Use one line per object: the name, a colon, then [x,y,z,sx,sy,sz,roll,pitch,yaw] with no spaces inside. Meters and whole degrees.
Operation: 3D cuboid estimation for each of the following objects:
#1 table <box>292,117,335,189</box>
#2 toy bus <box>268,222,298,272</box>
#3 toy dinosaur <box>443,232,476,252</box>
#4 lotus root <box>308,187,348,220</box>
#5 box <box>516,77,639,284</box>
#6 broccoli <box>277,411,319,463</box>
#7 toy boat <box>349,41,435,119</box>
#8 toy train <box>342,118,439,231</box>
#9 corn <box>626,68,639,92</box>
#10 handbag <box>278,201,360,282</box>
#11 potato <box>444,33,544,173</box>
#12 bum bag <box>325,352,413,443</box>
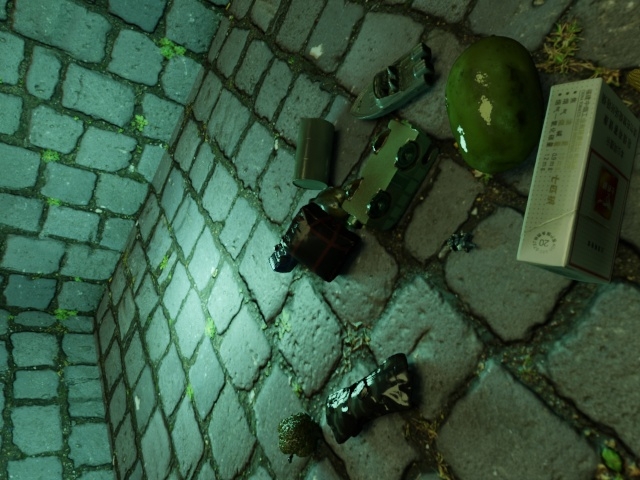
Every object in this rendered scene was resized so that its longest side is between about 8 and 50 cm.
table: [-0.023,-0.298,1.574,0.126,0.126,0.219,-6,74,49]
toy bus: [-0.085,0.015,1.575,0.236,0.094,0.079,-52,38,23]
toy dinosaur: [0.347,0.008,1.115,0.083,0.031,0.047,-6,75,50]
lotus root: [0.028,-0.118,1.488,0.192,0.088,0.113,6,67,51]
box: [0.485,-0.097,0.843,0.095,0.210,0.330,11,86,52]
broccoli: [-0.068,0.590,1.366,0.131,0.130,0.120,48,153,30]
toy boat: [0.205,-0.463,1.382,0.320,0.092,0.141,-26,58,44]
toy train: [0.188,-0.170,1.263,0.129,0.159,0.326,41,106,45]
corn: [0.632,-0.297,0.869,0.037,0.037,0.092,-48,45,29]
handbag: [0.000,0.000,1.400,0.215,0.155,0.169,36,114,4]
potato: [0.393,-0.307,1.028,0.216,0.216,0.304,-27,69,42]
bum bag: [0.121,0.427,1.204,0.340,0.095,0.144,-42,35,32]
